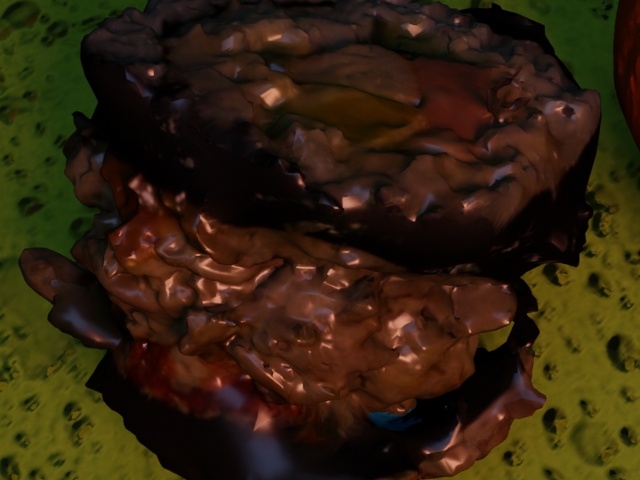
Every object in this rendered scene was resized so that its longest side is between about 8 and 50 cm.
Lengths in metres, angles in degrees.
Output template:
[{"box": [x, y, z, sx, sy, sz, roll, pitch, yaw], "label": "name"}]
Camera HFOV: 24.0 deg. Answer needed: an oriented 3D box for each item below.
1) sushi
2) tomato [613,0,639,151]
[{"box": [-0.001, 0.005, 0.678, 0.225, 0.218, 0.238, -6, 26, -29], "label": "sushi"}, {"box": [0.258, -0.075, 0.657, 0.260, 0.180, 0.259, -5, 61, 8], "label": "tomato"}]
